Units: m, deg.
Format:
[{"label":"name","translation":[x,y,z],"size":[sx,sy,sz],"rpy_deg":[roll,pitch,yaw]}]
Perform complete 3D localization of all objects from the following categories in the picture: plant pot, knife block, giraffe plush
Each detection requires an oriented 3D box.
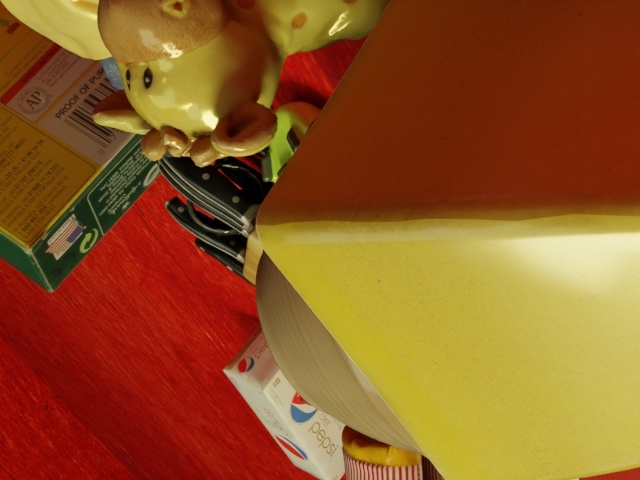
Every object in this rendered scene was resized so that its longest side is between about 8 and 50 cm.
[{"label":"plant pot","translation":[0.037,0.034,0.788],"size":[0.109,0.237,0.237],"rpy_deg":[-24,121,27]},{"label":"knife block","translation":[0.000,0.000,1.016],"size":[0.275,0.088,0.242],"rpy_deg":[14,149,50]},{"label":"plant pot","translation":[0.135,-0.015,0.618],"size":[0.187,0.212,0.212],"rpy_deg":[-2,137,41]},{"label":"giraffe plush","translation":[-0.056,-0.130,0.722],"size":[0.210,0.170,0.181],"rpy_deg":[43,159,-11]}]

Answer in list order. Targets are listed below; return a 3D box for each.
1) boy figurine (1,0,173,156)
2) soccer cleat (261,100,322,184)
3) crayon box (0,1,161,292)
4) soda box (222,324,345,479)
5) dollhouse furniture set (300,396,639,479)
[{"label":"boy figurine","translation":[-0.170,-0.183,0.923],"size":[0.285,0.092,0.177],"rpy_deg":[48,158,-21]},{"label":"soccer cleat","translation":[0.063,0.016,0.936],"size":[0.289,0.121,0.093],"rpy_deg":[56,151,12]},{"label":"crayon box","translation":[-0.281,-0.125,1.078],"size":[0.318,0.202,0.081],"rpy_deg":[33,159,19]},{"label":"soda box","translation":[-0.026,0.191,1.481],"size":[0.069,0.074,0.216],"rpy_deg":[22,154,39]},{"label":"dollhouse furniture set","translation":[0.146,0.218,1.006],"size":[0.374,0.152,0.201],"rpy_deg":[0,98,61]}]
